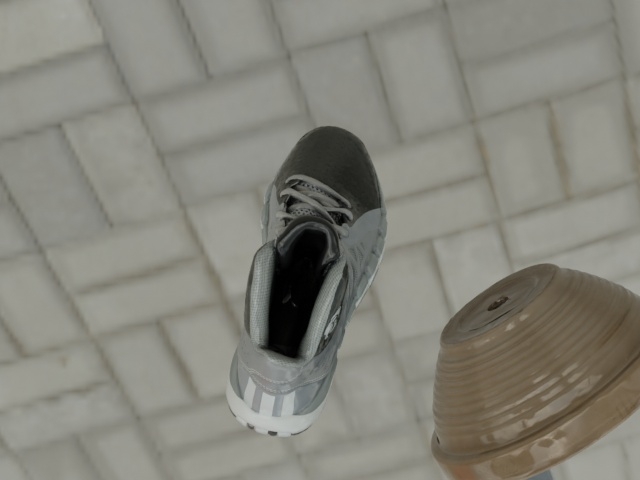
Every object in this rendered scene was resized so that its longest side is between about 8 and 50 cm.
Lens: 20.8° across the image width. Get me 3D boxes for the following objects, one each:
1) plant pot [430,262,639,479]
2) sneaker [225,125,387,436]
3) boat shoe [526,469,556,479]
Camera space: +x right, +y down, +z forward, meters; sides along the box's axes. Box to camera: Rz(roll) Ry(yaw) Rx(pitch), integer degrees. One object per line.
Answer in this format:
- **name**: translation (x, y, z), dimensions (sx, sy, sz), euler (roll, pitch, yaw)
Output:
- **plant pot**: translation (0.177, 0.097, 1.475), dimensions (0.237, 0.237, 0.110), euler (-31, 101, 21)
- **sneaker**: translation (0.000, 0.000, 1.096), dimensions (0.086, 0.229, 0.132), euler (11, 149, 0)
- **boat shoe**: translation (0.265, 0.413, 1.950), dimensions (0.136, 0.367, 0.156), euler (-28, 125, 10)
